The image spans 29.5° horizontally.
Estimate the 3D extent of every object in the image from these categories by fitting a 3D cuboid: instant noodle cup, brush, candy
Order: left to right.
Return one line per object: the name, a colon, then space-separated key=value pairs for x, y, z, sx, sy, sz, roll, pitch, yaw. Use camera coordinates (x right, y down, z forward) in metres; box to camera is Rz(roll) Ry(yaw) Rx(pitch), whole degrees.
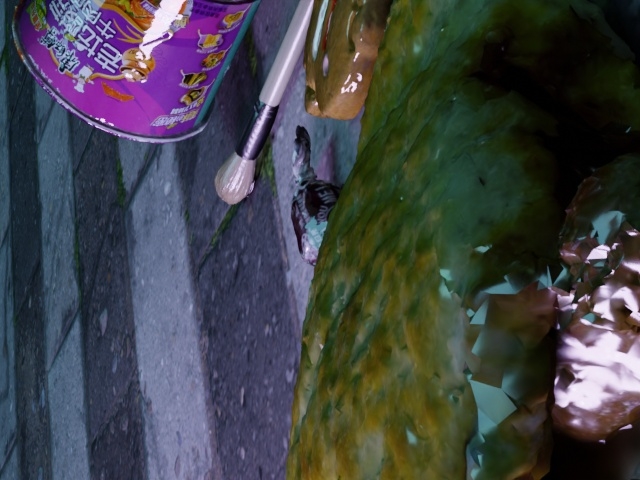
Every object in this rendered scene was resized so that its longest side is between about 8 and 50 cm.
instant noodle cup: x=-0.182 y=-0.259 z=1.318 sx=0.190 sy=0.251 sz=0.251 roll=-50 pitch=41 yaw=38
brush: x=-0.045 y=-0.149 z=1.222 sx=0.299 sy=0.039 sz=0.042 roll=-61 pitch=37 yaw=36
candy: x=0.001 y=0.000 z=1.062 sx=0.094 sy=0.051 sz=0.226 roll=120 pitch=146 yaw=-48

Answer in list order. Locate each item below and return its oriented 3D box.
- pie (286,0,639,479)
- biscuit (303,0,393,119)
pie: x=0.091 y=0.042 z=0.716 sx=0.418 sy=0.180 sz=0.395 roll=-111 pitch=35 yaw=-59
biscuit: x=0.017 y=-0.184 z=1.016 sx=0.249 sy=0.035 sz=0.184 roll=-108 pitch=29 yaw=-66
